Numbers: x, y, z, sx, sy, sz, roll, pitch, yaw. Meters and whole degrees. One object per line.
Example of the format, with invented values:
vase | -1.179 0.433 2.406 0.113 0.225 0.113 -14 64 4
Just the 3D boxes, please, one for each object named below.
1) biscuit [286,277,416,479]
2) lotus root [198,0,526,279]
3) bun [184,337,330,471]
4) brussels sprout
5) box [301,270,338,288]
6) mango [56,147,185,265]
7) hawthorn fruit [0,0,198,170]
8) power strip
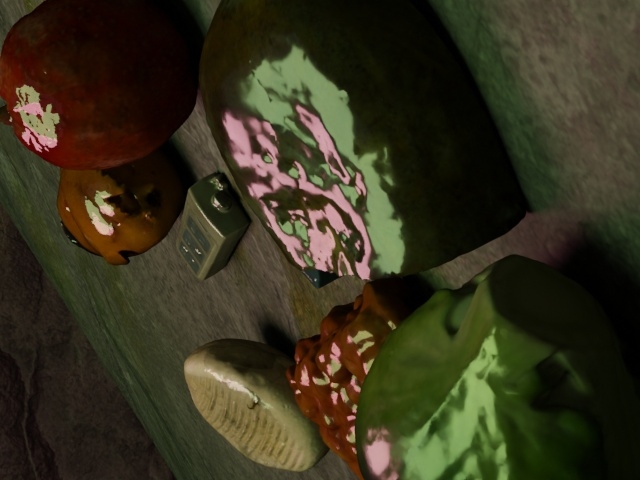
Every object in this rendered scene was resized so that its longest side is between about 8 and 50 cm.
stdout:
biscuit | 0.096 0.202 1.338 0.318 0.110 0.312 57 159 4
lotus root | -0.001 -0.112 1.039 0.267 0.149 0.260 15 135 60
bun | -0.075 0.215 1.781 0.237 0.116 0.210 34 150 21
brussels sprout | 0.141 0.134 0.988 0.219 0.210 0.271 39 139 34
box | 0.000 0.000 1.346 0.074 0.054 0.099 50 160 29
mango | -0.285 -0.070 1.806 0.201 0.153 0.287 62 162 -21
hawthorn fruit | -0.265 -0.169 1.440 0.205 0.253 0.205 53 163 24
power strip | -0.148 -0.010 1.725 0.080 0.048 0.286 57 163 7
